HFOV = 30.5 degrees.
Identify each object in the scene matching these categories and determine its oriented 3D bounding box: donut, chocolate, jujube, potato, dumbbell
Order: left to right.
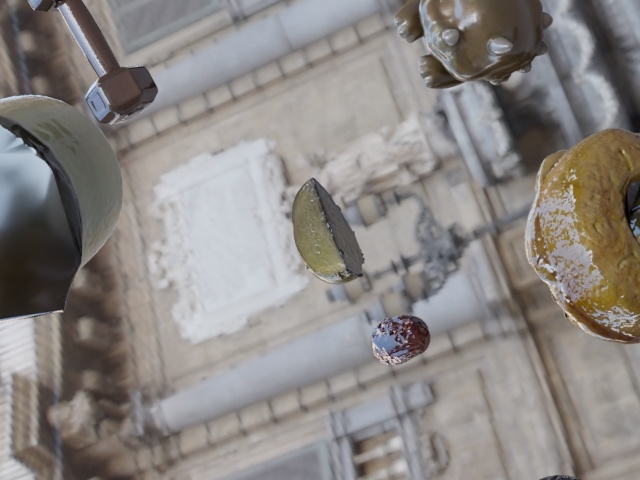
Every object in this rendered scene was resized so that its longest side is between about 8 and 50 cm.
[{"bbox_3d":[-0.448,-0.057,1.793,0.297,0.314,0.326,-25,-78,-65],"label":"chocolate"},{"bbox_3d":[-0.302,-0.264,1.541,0.082,0.092,0.231,-29,-92,-35],"label":"dumbbell"},{"bbox_3d":[0.000,0.000,1.872,0.100,0.089,0.172,16,-133,-62],"label":"potato"},{"bbox_3d":[0.124,0.152,1.793,0.077,0.077,0.129,67,157,-3],"label":"jujube"},{"bbox_3d":[0.451,-0.013,1.729,0.317,0.299,0.150,63,151,11],"label":"donut"}]

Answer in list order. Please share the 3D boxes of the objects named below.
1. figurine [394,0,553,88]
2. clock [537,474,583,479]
[{"bbox_3d":[0.224,-0.294,1.556,0.247,0.173,0.177,-4,-104,-52],"label":"figurine"},{"bbox_3d":[0.205,0.314,1.214,0.195,0.194,0.100,-15,-88,-65],"label":"clock"}]
